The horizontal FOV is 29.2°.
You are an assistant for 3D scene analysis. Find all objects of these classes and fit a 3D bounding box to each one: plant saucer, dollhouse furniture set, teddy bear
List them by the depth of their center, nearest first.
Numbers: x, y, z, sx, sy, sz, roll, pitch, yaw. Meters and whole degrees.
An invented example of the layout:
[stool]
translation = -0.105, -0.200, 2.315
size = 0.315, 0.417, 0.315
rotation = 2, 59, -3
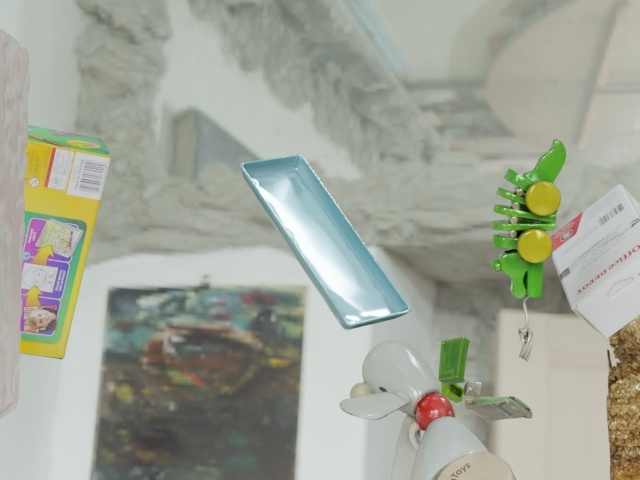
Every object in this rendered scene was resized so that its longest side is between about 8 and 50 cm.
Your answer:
[plant saucer]
translation = 0.000, 0.000, 1.040
size = 0.067, 0.192, 0.018
rotation = -11, -37, -34
[teddy bear]
translation = 0.402, 0.199, 1.479
size = 0.113, 0.338, 0.245
rotation = -4, -42, 16
[dollhouse furniture set]
translation = 0.213, 0.187, 1.628
size = 0.076, 0.059, 0.151
rotation = -17, -39, 41

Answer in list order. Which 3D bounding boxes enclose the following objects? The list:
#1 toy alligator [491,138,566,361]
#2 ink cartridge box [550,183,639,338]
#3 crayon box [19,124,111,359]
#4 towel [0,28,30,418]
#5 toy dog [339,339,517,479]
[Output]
[toy alligator]
translation = 0.165, 0.006, 1.029
size = 0.051, 0.190, 0.056
rotation = 9, 8, 4
[ink cartridge box]
translation = 0.290, 0.020, 1.217
size = 0.099, 0.135, 0.056
rotation = -40, -67, 19
[crayon box]
translation = -0.374, -0.001, 1.521
size = 0.165, 0.278, 0.081
rotation = 10, 15, -23
[towel]
translation = -0.281, -0.006, 0.921
size = 0.053, 0.332, 0.317
rotation = 2, 3, 0
[toy dog]
translation = 0.101, 0.253, 1.302
size = 0.161, 0.220, 0.334
rotation = -29, 18, -5
